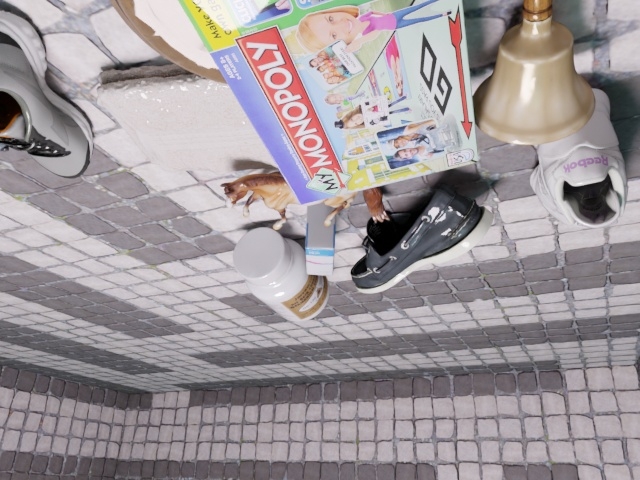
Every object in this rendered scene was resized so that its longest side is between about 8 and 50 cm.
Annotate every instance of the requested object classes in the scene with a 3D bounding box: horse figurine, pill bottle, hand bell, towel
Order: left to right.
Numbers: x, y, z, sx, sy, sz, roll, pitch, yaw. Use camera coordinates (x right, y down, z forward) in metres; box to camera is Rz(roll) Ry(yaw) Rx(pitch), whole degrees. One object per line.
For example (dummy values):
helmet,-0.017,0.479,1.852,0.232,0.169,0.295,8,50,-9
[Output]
towel,-0.117,-0.153,0.687,0.282,0.049,0.187,-4,155,11
pill bottle,-0.075,0.067,1.063,0.131,0.131,0.229,-6,154,17
horse figurine,-0.017,-0.068,0.821,0.264,0.066,0.174,-4,159,-10
hand bell,0.199,-0.218,0.492,0.126,0.126,0.242,-4,142,13

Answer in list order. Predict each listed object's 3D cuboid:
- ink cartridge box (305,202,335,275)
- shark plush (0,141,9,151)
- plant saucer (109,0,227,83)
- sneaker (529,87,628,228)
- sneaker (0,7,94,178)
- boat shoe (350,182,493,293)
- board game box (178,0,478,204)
ink cartridge box,0.000,0.000,0.960,0.052,0.088,0.122,1,155,1
shark plush,-0.529,-0.135,0.754,0.161,0.073,0.067,11,123,-6
plant saucer,-0.061,-0.236,0.465,0.278,0.041,0.277,-2,146,-1
sneaker,0.343,-0.063,0.726,0.114,0.152,0.305,-13,153,25
sneaker,-0.357,-0.145,0.654,0.100,0.107,0.271,1,157,-2
boat shoe,0.132,-0.003,0.928,0.113,0.127,0.340,41,152,-11
board game box,0.027,-0.160,0.509,0.214,0.046,0.317,-13,147,13
